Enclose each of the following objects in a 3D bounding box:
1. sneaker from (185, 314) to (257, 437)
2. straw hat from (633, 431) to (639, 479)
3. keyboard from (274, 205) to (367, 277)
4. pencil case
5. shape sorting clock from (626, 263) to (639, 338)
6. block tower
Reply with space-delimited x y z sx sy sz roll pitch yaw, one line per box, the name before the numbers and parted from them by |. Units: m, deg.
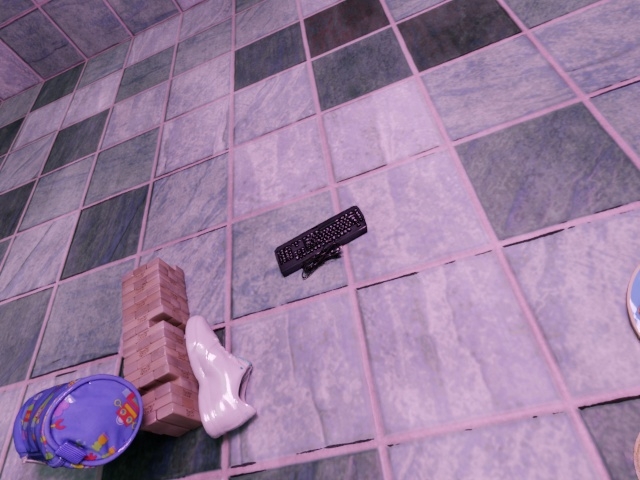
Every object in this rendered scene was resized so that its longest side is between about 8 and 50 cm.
sneaker | -0.166 0.214 0.691 0.094 0.080 0.212 -23 58 -6
straw hat | 0.411 0.235 0.413 0.144 0.061 0.145 -11 54 16
keyboard | 0.000 0.000 0.773 0.192 0.038 0.100 -30 51 4
pencil case | -0.394 0.288 0.634 0.306 0.119 0.133 -26 30 42
shape sorting clock | 0.498 0.085 0.488 0.206 0.040 0.206 -12 54 17
block tower | -0.299 0.183 0.750 0.090 0.097 0.336 -28 50 4
